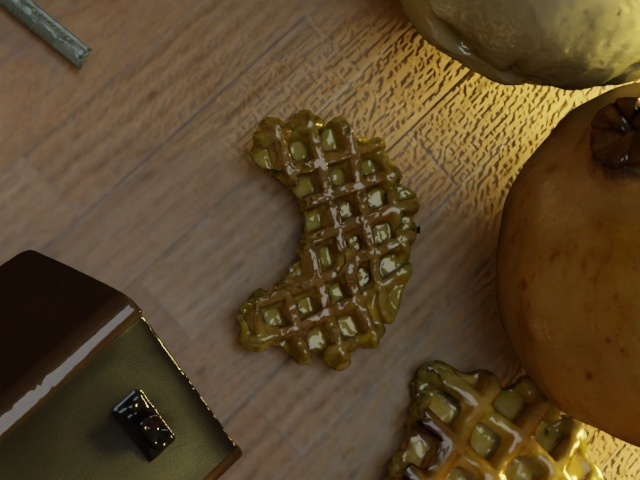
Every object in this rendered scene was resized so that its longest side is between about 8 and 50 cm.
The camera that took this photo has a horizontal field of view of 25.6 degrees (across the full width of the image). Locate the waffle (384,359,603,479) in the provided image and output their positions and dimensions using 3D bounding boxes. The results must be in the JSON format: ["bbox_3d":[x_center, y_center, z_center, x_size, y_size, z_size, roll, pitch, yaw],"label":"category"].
[{"bbox_3d":[0.110,0.231,1.088,0.291,0.051,0.291,3,80,-21],"label":"waffle"}]

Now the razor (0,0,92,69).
[{"bbox_3d":[-0.255,-0.202,1.046,0.211,0.036,0.084,43,52,-13],"label":"razor"}]

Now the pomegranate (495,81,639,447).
[{"bbox_3d":[0.283,0.021,1.069,0.307,0.307,0.307,3,81,-18],"label":"pomegranate"}]

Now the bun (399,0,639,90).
[{"bbox_3d":[0.176,-0.201,1.108,0.259,0.259,0.160,-6,127,-19],"label":"bun"}]

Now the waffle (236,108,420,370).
[{"bbox_3d":[-0.001,0.000,1.087,0.149,0.051,0.194,18,81,-15],"label":"waffle"}]

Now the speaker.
[{"bbox_3d":[-0.204,0.146,0.908,0.231,0.192,0.153,-42,122,-19],"label":"speaker"}]
